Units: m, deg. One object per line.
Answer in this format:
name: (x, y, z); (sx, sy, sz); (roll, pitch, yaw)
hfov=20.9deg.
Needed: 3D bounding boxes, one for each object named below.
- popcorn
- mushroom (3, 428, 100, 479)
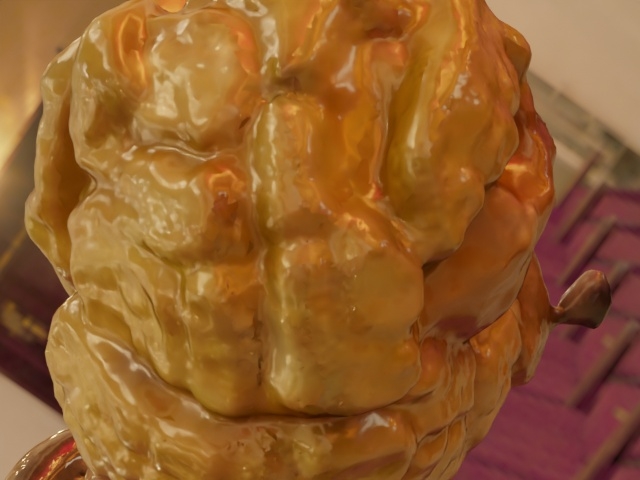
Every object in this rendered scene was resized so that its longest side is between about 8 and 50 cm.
popcorn: (-0.012, 0.014, 0.482); (0.163, 0.140, 0.194); (-51, -27, -17)
mushroom: (-0.149, 0.217, 1.319); (0.204, 0.204, 0.204); (-55, 3, 4)
